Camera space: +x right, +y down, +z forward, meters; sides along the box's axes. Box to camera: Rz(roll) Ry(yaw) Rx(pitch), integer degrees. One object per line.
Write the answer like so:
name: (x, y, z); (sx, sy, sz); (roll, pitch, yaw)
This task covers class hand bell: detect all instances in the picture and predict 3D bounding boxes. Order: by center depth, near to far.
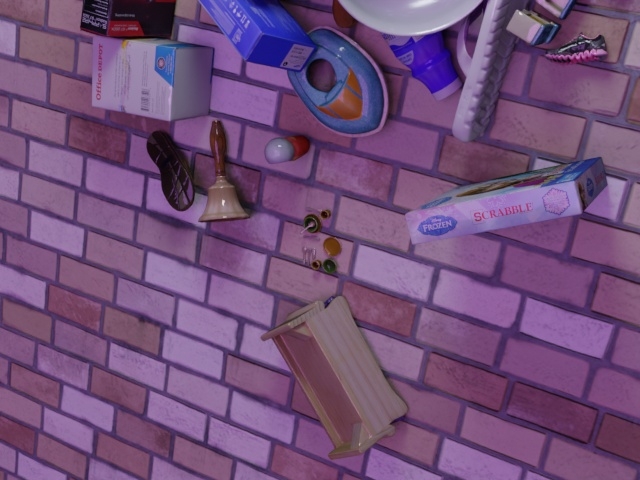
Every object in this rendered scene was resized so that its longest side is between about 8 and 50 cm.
hand bell: (-0.243, -0.168, 2.087); (0.126, 0.126, 0.242); (-6, 88, 27)

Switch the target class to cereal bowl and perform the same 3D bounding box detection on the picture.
cereal bowl: (0.166, -0.559, 1.589); (0.339, 0.141, 0.339); (0, 124, 0)

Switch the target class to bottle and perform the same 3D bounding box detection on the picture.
bottle: (0.189, -0.420, 1.772); (0.283, 0.092, 0.118); (55, 162, -14)

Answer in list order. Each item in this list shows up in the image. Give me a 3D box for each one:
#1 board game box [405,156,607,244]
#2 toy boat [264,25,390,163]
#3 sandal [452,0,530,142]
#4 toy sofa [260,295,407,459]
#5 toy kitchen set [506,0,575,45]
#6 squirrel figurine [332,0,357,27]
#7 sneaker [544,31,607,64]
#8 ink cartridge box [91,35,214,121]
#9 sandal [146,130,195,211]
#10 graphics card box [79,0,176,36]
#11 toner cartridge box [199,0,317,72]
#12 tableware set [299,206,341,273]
board game box: (0.367, -0.080, 1.673); (0.318, 0.319, 0.065); (-11, 97, 27)
toy boat: (-0.001, -0.289, 1.892); (0.267, 0.148, 0.318); (44, 117, 9)
sandal: (0.316, -0.396, 1.700); (0.102, 0.169, 0.416); (25, 114, 24)
toy sofa: (0.035, 0.324, 2.060); (0.150, 0.177, 0.362); (-31, 89, 54)
toy kitchen set: (0.464, -0.458, 1.608); (0.122, 0.166, 0.207); (34, 116, 15)
squirrel figurine: (-0.050, -0.698, 1.780); (0.370, 0.281, 0.397); (33, 102, 26)
sneaker: (0.500, -0.377, 1.690); (0.119, 0.047, 0.057); (0, 84, 24)
ink cartridge box: (-0.399, -0.390, 2.048); (0.233, 0.168, 0.171); (15, 109, 22)
sandal: (-0.366, -0.175, 2.159); (0.090, 0.060, 0.219); (-38, 71, 23)
graphics card box: (-0.413, -0.648, 1.950); (0.094, 0.233, 0.370); (21, 111, 24)
toner cartridge box: (-0.166, -0.503, 1.843); (0.075, 0.165, 0.348); (-52, 57, 28)
tableware set: (0.000, 0.000, 2.041); (0.104, 0.024, 0.154); (11, 108, 23)
